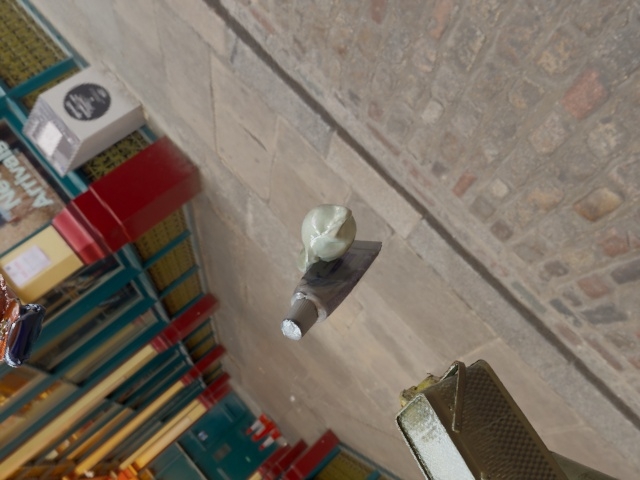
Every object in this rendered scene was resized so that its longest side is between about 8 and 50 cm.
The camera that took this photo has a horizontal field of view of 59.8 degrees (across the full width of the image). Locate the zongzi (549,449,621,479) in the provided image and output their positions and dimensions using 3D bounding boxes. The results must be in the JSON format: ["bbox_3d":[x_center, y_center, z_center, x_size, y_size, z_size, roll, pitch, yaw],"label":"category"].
[{"bbox_3d":[0.613,0.696,1.288,0.447,0.181,0.418,-1,96,62],"label":"zongzi"}]

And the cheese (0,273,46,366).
[{"bbox_3d":[-0.608,0.154,1.011,0.329,0.217,0.129,3,162,35],"label":"cheese"}]

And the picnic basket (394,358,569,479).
[{"bbox_3d":[0.254,0.343,0.910,0.267,0.139,0.165,59,154,25],"label":"picnic basket"}]

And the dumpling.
[{"bbox_3d":[0.000,-0.001,1.023,0.100,0.134,0.169,46,163,-25],"label":"dumpling"}]

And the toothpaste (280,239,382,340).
[{"bbox_3d":[0.015,0.075,1.003,0.099,0.282,0.068,31,134,8],"label":"toothpaste"}]

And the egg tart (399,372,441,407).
[{"bbox_3d":[0.354,0.444,1.513,0.294,0.116,0.295,21,176,1],"label":"egg tart"}]
